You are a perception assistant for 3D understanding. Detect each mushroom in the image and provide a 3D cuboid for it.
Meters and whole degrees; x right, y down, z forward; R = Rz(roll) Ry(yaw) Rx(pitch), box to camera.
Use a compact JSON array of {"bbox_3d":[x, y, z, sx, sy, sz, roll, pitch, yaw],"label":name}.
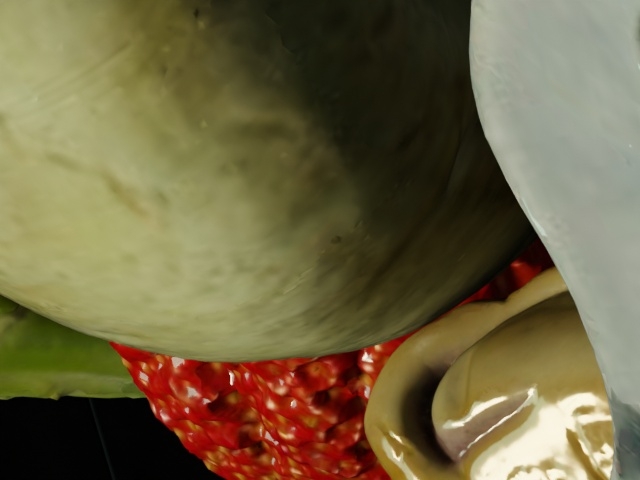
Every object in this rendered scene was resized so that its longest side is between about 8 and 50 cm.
[{"bbox_3d":[-0.045,-0.133,0.617,0.352,0.260,0.352,45,-156,-26],"label":"mushroom"}]

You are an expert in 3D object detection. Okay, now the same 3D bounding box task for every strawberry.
[{"bbox_3d":[0.000,0.000,0.902,0.250,0.238,0.288,-97,13,-58],"label":"strawberry"}]

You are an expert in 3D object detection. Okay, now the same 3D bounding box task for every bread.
[{"bbox_3d":[0.117,0.105,0.571,0.081,0.134,0.225,-27,-95,-53],"label":"bread"}]

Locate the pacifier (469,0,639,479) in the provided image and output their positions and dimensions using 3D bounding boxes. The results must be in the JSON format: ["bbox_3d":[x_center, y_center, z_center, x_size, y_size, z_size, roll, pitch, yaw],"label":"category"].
[{"bbox_3d":[0.082,0.073,0.337,0.227,0.207,0.279,33,149,55],"label":"pacifier"}]

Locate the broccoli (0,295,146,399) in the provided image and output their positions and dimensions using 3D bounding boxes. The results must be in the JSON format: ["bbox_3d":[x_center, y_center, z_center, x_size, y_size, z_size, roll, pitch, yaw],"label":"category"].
[{"bbox_3d":[-0.069,0.014,1.195,0.353,0.397,0.275,-95,8,-83],"label":"broccoli"}]
